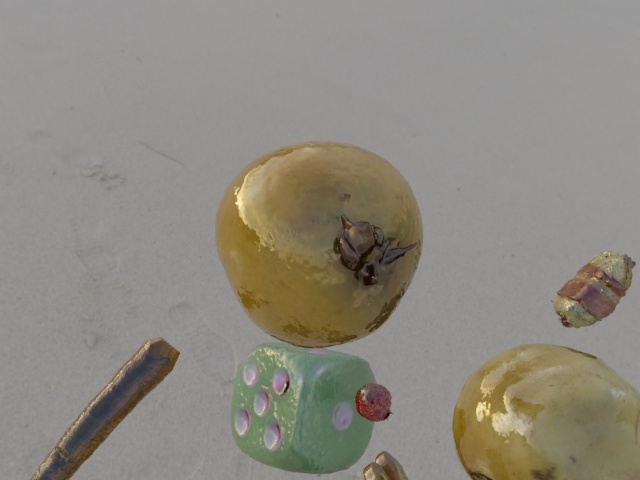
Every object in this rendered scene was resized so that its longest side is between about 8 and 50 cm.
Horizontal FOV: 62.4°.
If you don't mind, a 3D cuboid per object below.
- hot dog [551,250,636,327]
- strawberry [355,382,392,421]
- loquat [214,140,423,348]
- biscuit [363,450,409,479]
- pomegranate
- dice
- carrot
[{"bbox_3d":[0.631,0.117,1.212,0.103,0.213,0.146,44,13,-3],"label":"hot dog"},{"bbox_3d":[0.134,0.406,1.349,0.106,0.106,0.106,2,35,-2],"label":"strawberry"},{"bbox_3d":[0.000,0.000,0.676,0.275,0.274,0.274,2,35,-2],"label":"loquat"},{"bbox_3d":[0.188,0.567,1.046,0.295,0.044,0.186,57,18,16],"label":"biscuit"},{"bbox_3d":[0.398,0.335,0.903,0.333,0.332,0.332,2,35,-2],"label":"pomegranate"},{"bbox_3d":[-0.050,0.470,1.535,0.322,0.318,0.330,17,-12,-40],"label":"dice"},{"bbox_3d":[-0.344,0.284,0.824,0.066,0.066,0.314,28,67,30],"label":"carrot"}]
